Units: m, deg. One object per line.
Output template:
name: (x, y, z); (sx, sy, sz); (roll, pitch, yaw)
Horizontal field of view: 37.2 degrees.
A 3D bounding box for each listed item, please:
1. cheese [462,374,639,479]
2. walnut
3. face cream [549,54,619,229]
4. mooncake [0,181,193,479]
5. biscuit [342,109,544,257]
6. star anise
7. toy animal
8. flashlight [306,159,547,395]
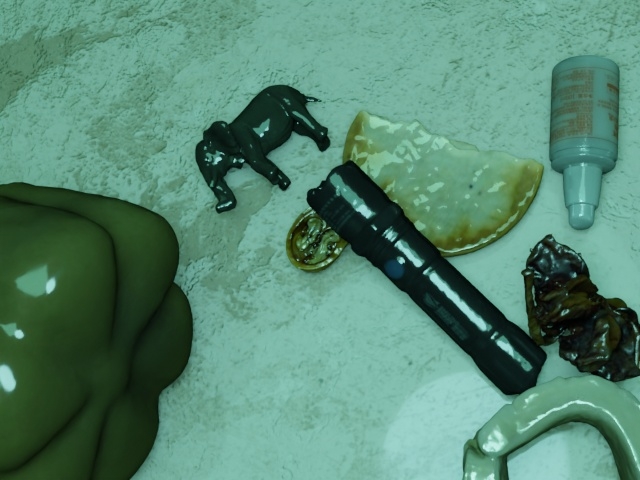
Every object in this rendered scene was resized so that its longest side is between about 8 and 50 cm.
cheese: (0.321, 0.347, 1.249); (0.292, 0.153, 0.332); (-9, 73, 8)
walnut: (0.000, 0.000, 1.462); (0.091, 0.052, 0.121); (34, 78, 20)
face cream: (0.389, -0.141, 1.406); (0.101, 0.101, 0.252); (2, 74, 11)
mooncake: (-0.373, 0.152, 1.278); (0.262, 0.467, 0.467); (15, 77, 17)
biscuit: (0.168, -0.075, 1.458); (0.308, 0.040, 0.205); (19, 79, 16)
star anise: (0.351, 0.100, 1.307); (0.220, 0.190, 0.126); (50, 125, -1)
toy animal: (-0.097, -0.145, 1.502); (0.146, 0.115, 0.245); (41, 63, 12)
flashlight: (0.153, 0.056, 1.371); (0.103, 0.103, 0.424); (-44, 81, -4)
